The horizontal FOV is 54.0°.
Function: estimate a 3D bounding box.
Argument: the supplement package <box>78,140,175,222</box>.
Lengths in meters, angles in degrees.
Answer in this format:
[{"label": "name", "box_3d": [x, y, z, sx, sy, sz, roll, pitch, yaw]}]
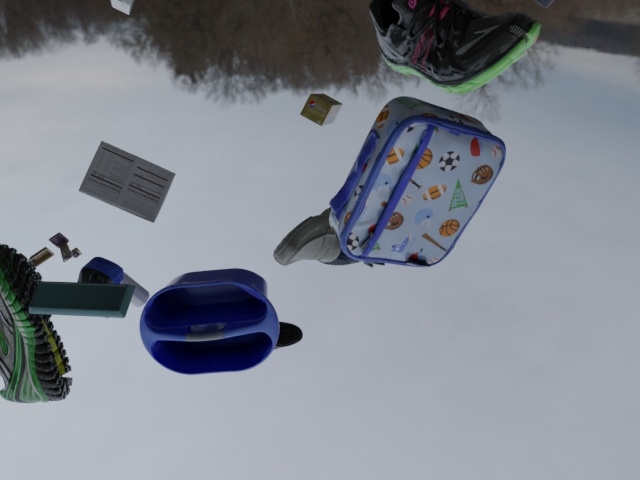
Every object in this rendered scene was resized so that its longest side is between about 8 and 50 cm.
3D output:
[{"label": "supplement package", "box_3d": [-0.520, -0.157, 1.716, 0.204, 0.145, 0.262, 24, 179, -15]}]

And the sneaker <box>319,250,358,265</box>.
[{"label": "sneaker", "box_3d": [0.131, -0.027, 1.726, 0.319, 0.131, 0.112, -17, -149, -22]}]

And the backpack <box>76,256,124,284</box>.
[{"label": "backpack", "box_3d": [-0.503, 0.095, 1.436, 0.098, 0.120, 0.101, 18, -147, -2]}]

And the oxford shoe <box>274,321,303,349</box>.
[{"label": "oxford shoe", "box_3d": [-0.166, 0.301, 1.902, 0.227, 0.096, 0.082, -6, -117, -18]}]

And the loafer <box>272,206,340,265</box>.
[{"label": "loafer", "box_3d": [0.000, 0.000, 1.491, 0.111, 0.112, 0.319, 50, -147, 6]}]

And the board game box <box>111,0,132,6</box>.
[{"label": "board game box", "box_3d": [-0.451, -0.656, 1.517, 0.053, 0.192, 0.305, 21, -171, -21]}]

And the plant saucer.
[{"label": "plant saucer", "box_3d": [-0.430, 0.103, 1.125, 0.192, 0.018, 0.067, 2, -124, 12]}]

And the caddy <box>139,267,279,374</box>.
[{"label": "caddy", "box_3d": [-0.268, 0.202, 1.550, 0.342, 0.241, 0.179, -6, -163, 4]}]

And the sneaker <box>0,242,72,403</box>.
[{"label": "sneaker", "box_3d": [-0.604, 0.170, 1.217, 0.147, 0.343, 0.134, -11, -166, -5]}]

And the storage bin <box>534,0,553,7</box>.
[{"label": "storage bin", "box_3d": [0.349, -0.498, 1.065, 0.180, 0.084, 0.122, 30, -133, -17]}]

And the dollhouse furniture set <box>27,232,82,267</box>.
[{"label": "dollhouse furniture set", "box_3d": [-0.701, 0.058, 1.663, 0.114, 0.091, 0.081, -34, -129, -2]}]

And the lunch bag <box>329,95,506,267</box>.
[{"label": "lunch bag", "box_3d": [0.153, -0.084, 1.080, 0.243, 0.303, 0.115, 9, -147, -27]}]

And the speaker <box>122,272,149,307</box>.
[{"label": "speaker", "box_3d": [-0.509, 0.120, 1.639, 0.055, 0.055, 0.136, 27, 163, 45]}]

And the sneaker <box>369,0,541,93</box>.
[{"label": "sneaker", "box_3d": [0.253, -0.451, 1.353, 0.202, 0.185, 0.483, 49, 169, -35]}]

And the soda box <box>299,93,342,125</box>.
[{"label": "soda box", "box_3d": [0.005, -0.326, 1.561, 0.061, 0.058, 0.181, 29, -163, 3]}]
